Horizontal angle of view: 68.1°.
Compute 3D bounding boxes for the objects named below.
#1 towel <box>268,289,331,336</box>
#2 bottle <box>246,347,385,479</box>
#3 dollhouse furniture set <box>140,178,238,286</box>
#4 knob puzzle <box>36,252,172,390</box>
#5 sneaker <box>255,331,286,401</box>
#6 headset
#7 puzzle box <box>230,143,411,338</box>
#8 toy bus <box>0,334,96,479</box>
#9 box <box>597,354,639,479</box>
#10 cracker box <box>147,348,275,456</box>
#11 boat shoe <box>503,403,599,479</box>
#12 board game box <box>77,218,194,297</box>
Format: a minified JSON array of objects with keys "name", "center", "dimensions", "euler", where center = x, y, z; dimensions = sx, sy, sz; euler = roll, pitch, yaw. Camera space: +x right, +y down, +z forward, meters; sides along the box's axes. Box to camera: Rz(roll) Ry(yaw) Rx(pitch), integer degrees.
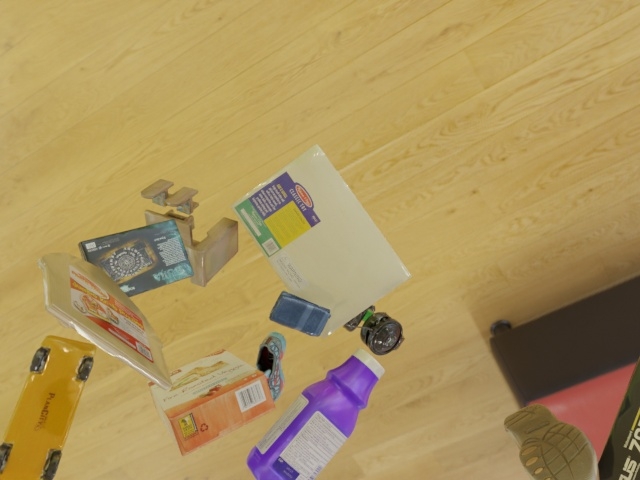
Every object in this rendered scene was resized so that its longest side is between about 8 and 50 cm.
[{"name":"towel","center":[-0.041,0.151,0.961],"dimensions":[0.119,0.029,0.067],"euler":[25,100,-25]},{"name":"bottle","center":[0.001,0.319,0.846],"dimensions":[0.283,0.092,0.118],"euler":[-47,120,-15]},{"name":"dollhouse furniture set","center":[-0.355,-0.004,1.204],"dimensions":[0.242,0.161,0.212],"euler":[17,126,15]},{"name":"knob puzzle","center":[-0.268,0.087,0.576],"dimensions":[0.030,0.213,0.213],"euler":[-42,106,-5]},{"name":"sneaker","center":[-0.192,0.456,1.657],"dimensions":[0.104,0.125,0.262],"euler":[6,99,19]},{"name":"headset","center":[0.165,0.246,1.554],"dimensions":[0.243,0.394,0.185],"euler":[34,93,22]},{"name":"puzzle box","center":[0.000,0.000,1.185],"dimensions":[0.272,0.052,0.409],"euler":[-35,88,1]},{"name":"toy bus","center":[-0.546,0.365,0.925],"dimensions":[0.108,0.333,0.130],"euler":[19,148,-21]},{"name":"box","center":[0.654,0.333,0.939],"dimensions":[0.097,0.395,0.318],"euler":[24,93,37]},{"name":"cracker box","center":[-0.196,0.263,0.812],"dimensions":[0.155,0.232,0.067],"euler":[-20,97,-28]},{"name":"boat shoe","center":[0.428,0.400,0.853],"dimensions":[0.123,0.324,0.116],"euler":[-27,84,12]},{"name":"board game box","center":[-0.351,0.040,0.917],"dimensions":[0.026,0.186,0.126],"euler":[-20,89,50]}]
